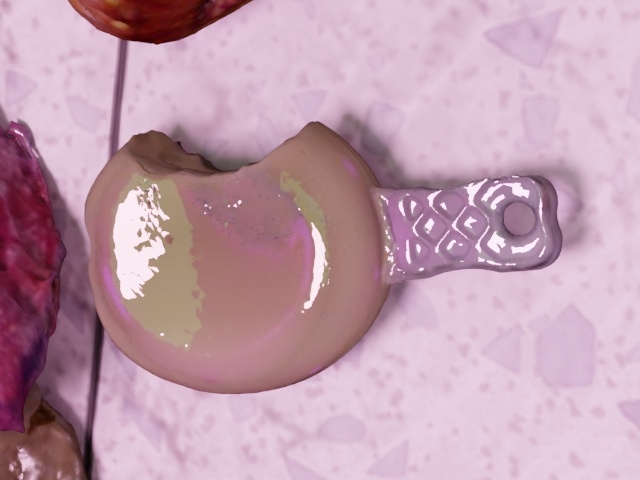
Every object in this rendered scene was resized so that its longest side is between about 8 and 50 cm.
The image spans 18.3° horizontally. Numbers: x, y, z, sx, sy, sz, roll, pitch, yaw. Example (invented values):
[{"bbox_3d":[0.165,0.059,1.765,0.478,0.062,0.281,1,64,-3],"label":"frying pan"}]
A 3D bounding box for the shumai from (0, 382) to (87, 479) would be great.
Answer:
[{"bbox_3d":[-0.252,0.165,1.258,0.201,0.120,0.201,3,96,28],"label":"shumai"}]

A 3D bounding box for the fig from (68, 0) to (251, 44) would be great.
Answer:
[{"bbox_3d":[-0.096,-0.239,1.131,0.159,0.159,0.257,-31,62,26],"label":"fig"}]

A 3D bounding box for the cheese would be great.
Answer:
[{"bbox_3d":[0.000,0.000,1.136,0.286,0.082,0.163,-10,93,24],"label":"cheese"}]

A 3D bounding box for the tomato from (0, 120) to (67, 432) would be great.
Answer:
[{"bbox_3d":[-0.313,0.013,1.196,0.335,0.289,0.176,44,132,-3],"label":"tomato"}]
